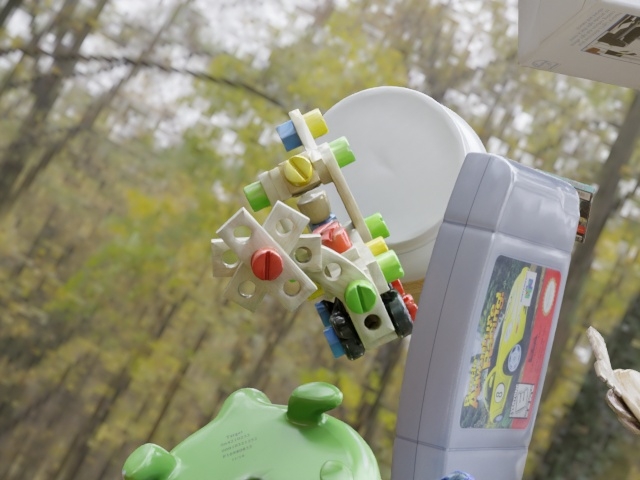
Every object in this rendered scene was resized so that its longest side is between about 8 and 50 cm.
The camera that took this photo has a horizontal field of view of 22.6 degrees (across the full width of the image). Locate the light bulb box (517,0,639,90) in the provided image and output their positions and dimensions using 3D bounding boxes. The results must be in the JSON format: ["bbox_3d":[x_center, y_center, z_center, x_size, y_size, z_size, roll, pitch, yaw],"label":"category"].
[{"bbox_3d":[0.477,-0.403,2.180,0.361,0.358,0.225,10,-19,-19],"label":"light bulb box"}]

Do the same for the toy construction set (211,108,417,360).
[{"bbox_3d":[0.000,0.000,1.581,0.328,0.151,0.215,-66,133,-71],"label":"toy construction set"}]

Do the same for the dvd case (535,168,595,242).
[{"bbox_3d":[0.334,-0.047,2.234,0.087,0.013,0.119,19,-31,15],"label":"dvd case"}]

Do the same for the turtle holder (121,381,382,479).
[{"bbox_3d":[-0.059,0.281,1.517,0.320,0.243,0.227,27,-36,52],"label":"turtle holder"}]

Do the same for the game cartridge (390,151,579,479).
[{"bbox_3d":[0.135,0.082,1.313,0.060,0.294,0.196,12,1,32],"label":"game cartridge"}]

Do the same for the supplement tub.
[{"bbox_3d":[0.105,-0.039,1.939,0.228,0.228,0.316,22,-11,19],"label":"supplement tub"}]

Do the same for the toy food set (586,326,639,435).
[{"bbox_3d":[0.286,0.163,1.366,0.192,0.038,0.132,42,16,-11],"label":"toy food set"}]

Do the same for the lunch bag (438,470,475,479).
[{"bbox_3d":[0.075,0.257,1.161,0.096,0.151,0.129,27,-30,44],"label":"lunch bag"}]
